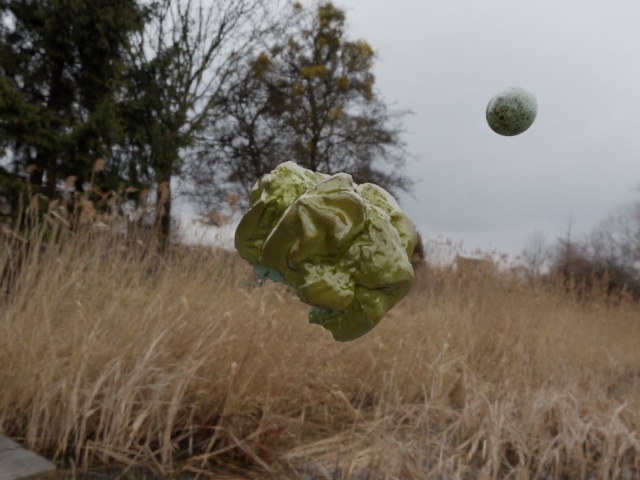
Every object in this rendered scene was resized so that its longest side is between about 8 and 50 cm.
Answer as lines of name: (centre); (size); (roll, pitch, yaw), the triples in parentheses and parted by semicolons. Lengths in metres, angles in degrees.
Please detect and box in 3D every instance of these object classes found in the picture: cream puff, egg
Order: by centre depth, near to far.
cream puff: (0.004, -0.005, 0.648); (0.221, 0.194, 0.195); (31, 9, 31)
egg: (0.339, -0.230, 0.993); (0.085, 0.110, 0.085); (31, -34, 24)
